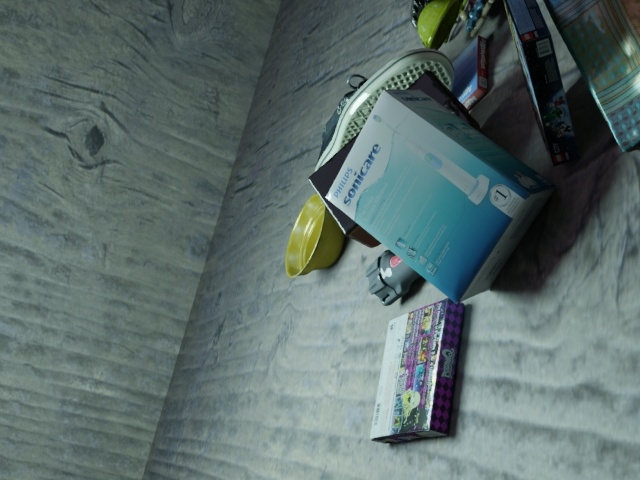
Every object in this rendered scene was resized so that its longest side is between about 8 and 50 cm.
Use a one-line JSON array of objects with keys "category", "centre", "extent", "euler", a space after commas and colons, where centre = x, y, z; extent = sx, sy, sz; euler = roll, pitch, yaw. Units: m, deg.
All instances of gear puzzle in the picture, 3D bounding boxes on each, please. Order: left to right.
[{"category": "gear puzzle", "centre": [0.352, -0.561, 1.710], "extent": [0.175, 0.044, 0.339], "euler": [-71, 5, -50]}]

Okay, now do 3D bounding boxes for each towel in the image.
[{"category": "towel", "centre": [0.416, -0.339, 1.194], "extent": [0.271, 0.040, 0.370], "euler": [-46, 60, 53]}]

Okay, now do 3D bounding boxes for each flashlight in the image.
[{"category": "flashlight", "centre": [0.182, 0.009, 1.667], "extent": [0.103, 0.103, 0.304], "euler": [-49, 2, -36]}]

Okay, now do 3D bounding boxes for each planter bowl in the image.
[{"category": "planter bowl", "centre": [0.000, 0.000, 2.182], "extent": [0.217, 0.090, 0.217], "euler": [-54, 26, 41]}]

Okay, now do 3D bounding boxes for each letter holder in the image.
[{"category": "letter holder", "centre": [0.170, -0.132, 1.687], "extent": [0.302, 0.214, 0.152], "euler": [-41, 59, 14]}]

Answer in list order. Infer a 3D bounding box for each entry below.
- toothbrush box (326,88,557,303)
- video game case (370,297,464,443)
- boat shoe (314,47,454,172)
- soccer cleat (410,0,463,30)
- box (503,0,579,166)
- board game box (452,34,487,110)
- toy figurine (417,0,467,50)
[{"category": "toothbrush box", "centre": [0.187, -0.078, 1.444], "extent": [0.295, 0.126, 0.216], "euler": [39, 117, 23]}, {"category": "video game case", "centre": [0.167, 0.233, 1.572], "extent": [0.210, 0.042, 0.232], "euler": [-34, 41, 60]}, {"category": "boat shoe", "centre": [0.118, -0.268, 1.902], "extent": [0.500, 0.187, 0.156], "euler": [131, 147, -58]}, {"category": "soccer cleat", "centre": [0.287, -0.609, 1.997], "extent": [0.116, 0.109, 0.318], "euler": [-67, -3, -84]}, {"category": "box", "centre": [0.330, -0.249, 1.348], "extent": [0.044, 0.233, 0.159], "euler": [-17, 40, 12]}, {"category": "board game box", "centre": [0.255, -0.283, 1.854], "extent": [0.281, 0.027, 0.145], "euler": [-45, 30, 51]}, {"category": "toy figurine", "centre": [0.233, -0.597, 1.841], "extent": [0.362, 0.217, 0.191], "euler": [-63, -5, 24]}]
